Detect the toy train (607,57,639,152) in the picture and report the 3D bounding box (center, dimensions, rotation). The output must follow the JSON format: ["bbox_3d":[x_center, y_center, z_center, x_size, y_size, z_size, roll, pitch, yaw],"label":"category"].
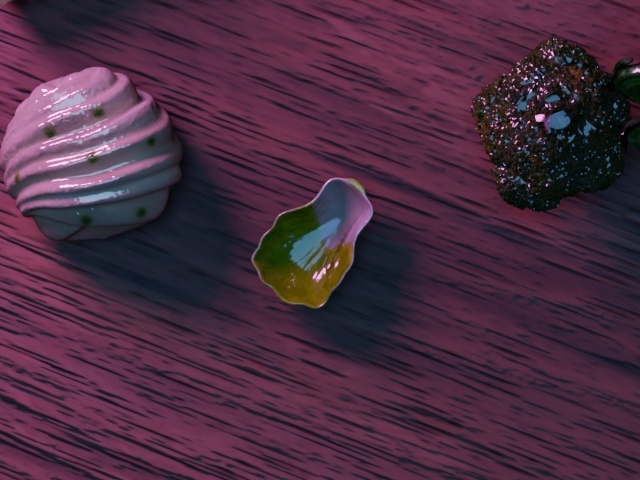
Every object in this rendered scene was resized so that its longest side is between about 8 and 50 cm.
[{"bbox_3d":[0.364,-0.154,1.553,0.201,0.266,0.145,8,71,20],"label":"toy train"}]

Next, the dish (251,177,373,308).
[{"bbox_3d":[0.000,0.000,1.745,0.091,0.039,0.137,38,92,10],"label":"dish"}]

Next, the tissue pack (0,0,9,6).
[{"bbox_3d":[-0.275,-0.338,1.724,0.196,0.148,0.092,-27,45,4],"label":"tissue pack"}]

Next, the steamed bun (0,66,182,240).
[{"bbox_3d":[-0.229,-0.085,1.738,0.182,0.106,0.183,0,90,4],"label":"steamed bun"}]

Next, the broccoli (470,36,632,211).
[{"bbox_3d":[0.220,-0.112,1.673,0.145,0.138,0.162,-15,86,5],"label":"broccoli"}]
